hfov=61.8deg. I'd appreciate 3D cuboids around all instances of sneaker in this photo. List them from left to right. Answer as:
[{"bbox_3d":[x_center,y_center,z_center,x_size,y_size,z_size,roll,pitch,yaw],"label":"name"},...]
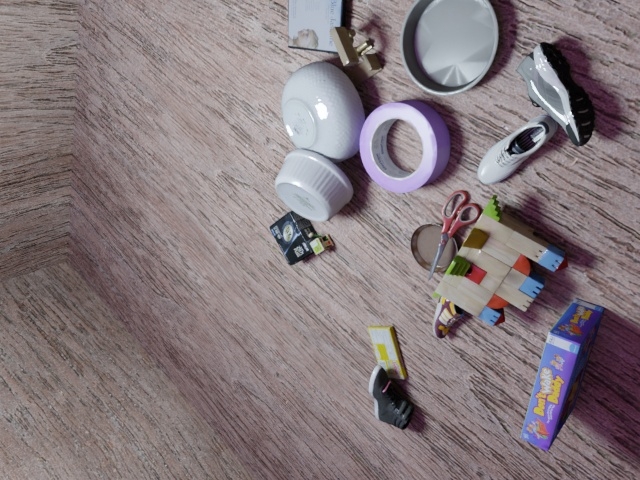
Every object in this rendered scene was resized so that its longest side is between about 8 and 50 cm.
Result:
[{"bbox_3d":[0.268,0.577,1.958,0.147,0.104,0.295,14,132,34],"label":"sneaker"},{"bbox_3d":[0.419,0.247,1.729,0.084,0.070,0.185,23,122,40],"label":"sneaker"},{"bbox_3d":[0.511,-0.241,1.433,0.094,0.091,0.258,53,133,13],"label":"sneaker"},{"bbox_3d":[0.586,-0.353,1.330,0.108,0.100,0.271,-36,75,53],"label":"sneaker"}]

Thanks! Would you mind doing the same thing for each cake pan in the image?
[{"bbox_3d":[0.358,-0.551,1.473,0.293,0.054,0.292,17,117,37],"label":"cake pan"}]

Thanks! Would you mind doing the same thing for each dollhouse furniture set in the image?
[{"bbox_3d":[0.078,-0.562,1.653,0.123,0.151,0.144,-24,89,45],"label":"dollhouse furniture set"}]

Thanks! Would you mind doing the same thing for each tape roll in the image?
[{"bbox_3d":[0.257,-0.289,1.646,0.275,0.090,0.274,16,116,37],"label":"tape roll"}]

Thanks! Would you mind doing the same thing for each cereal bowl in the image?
[{"bbox_3d":[-0.018,-0.404,1.760,0.339,0.141,0.338,32,138,35],"label":"cereal bowl"}]

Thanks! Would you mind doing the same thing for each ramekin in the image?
[{"bbox_3d":[-0.033,-0.176,1.832,0.273,0.127,0.272,28,158,12],"label":"ramekin"}]

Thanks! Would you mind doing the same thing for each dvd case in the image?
[{"bbox_3d":[-0.016,-0.714,1.749,0.253,0.022,0.180,23,121,39],"label":"dvd case"}]

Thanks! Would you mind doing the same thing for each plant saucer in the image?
[{"bbox_3d":[0.367,0.022,1.713,0.169,0.029,0.168,16,116,36],"label":"plant saucer"}]

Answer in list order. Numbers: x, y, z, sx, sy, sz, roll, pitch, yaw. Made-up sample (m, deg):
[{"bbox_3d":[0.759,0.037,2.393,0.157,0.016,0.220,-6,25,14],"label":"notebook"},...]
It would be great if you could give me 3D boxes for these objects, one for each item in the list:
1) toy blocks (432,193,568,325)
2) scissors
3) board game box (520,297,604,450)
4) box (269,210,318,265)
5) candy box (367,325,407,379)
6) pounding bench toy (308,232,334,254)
[{"bbox_3d":[0.516,0.090,1.525,0.261,0.191,0.381,32,121,14],"label":"toy blocks"},{"bbox_3d":[0.379,-0.016,1.652,0.109,0.021,0.297,39,116,16],"label":"scissors"},{"bbox_3d":[0.655,0.359,1.448,0.078,0.233,0.346,21,119,34],"label":"board game box"},{"bbox_3d":[-0.095,-0.014,2.079,0.147,0.078,0.180,-32,84,44],"label":"box"},{"bbox_3d":[0.247,0.413,1.979,0.105,0.027,0.205,-9,102,42],"label":"candy box"},{"bbox_3d":[0.000,0.000,2.007,0.052,0.065,0.083,-35,82,45],"label":"pounding bench toy"}]
